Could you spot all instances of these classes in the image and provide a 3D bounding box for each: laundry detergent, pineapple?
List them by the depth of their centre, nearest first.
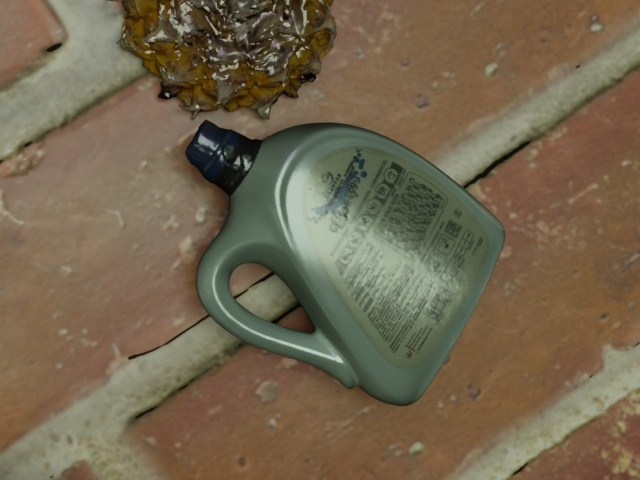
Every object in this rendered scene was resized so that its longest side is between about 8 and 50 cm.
[{"bbox_3d":[-0.075,-0.209,1.094,0.225,0.076,0.225,0,89,-15],"label":"pineapple"},{"bbox_3d":[0.000,0.000,1.096,0.280,0.105,0.215,29,86,-13],"label":"laundry detergent"}]
